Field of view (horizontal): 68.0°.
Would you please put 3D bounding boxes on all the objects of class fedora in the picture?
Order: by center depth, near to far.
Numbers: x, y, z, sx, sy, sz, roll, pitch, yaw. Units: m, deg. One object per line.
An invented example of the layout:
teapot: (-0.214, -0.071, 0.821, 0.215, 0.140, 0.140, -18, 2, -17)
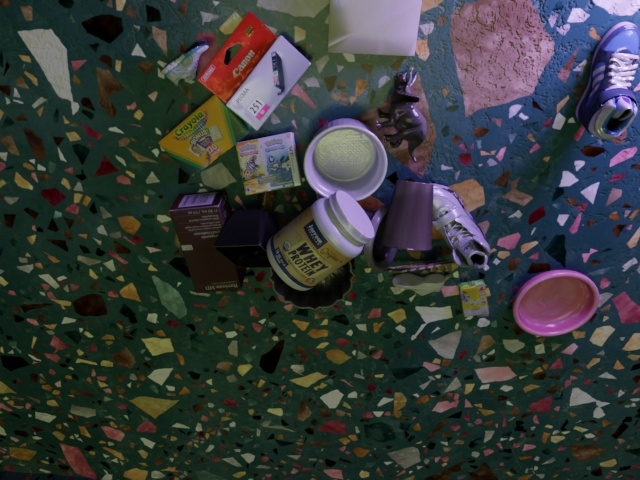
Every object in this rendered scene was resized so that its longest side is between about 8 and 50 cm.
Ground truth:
fedora: (0.192, -0.021, 1.753, 0.124, 0.275, 0.243, 18, 83, 29)

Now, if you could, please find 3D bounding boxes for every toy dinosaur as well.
toy dinosaur: (0.282, -0.381, 1.561, 0.161, 0.121, 0.313, -15, 117, 26)

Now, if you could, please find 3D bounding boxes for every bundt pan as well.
bundt pan: (-0.033, 0.111, 1.872, 0.331, 0.124, 0.330, 1, 121, 1)

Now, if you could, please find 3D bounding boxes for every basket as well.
basket: (0.311, -0.089, 1.640, 0.205, 0.154, 0.226, 3, 99, -33)

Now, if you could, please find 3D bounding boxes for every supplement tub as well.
supplement tub: (0.000, 0.000, 1.596, 0.316, 0.228, 0.228, -38, 113, 23)

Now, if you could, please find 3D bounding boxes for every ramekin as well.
ramekin: (0.083, -0.280, 1.620, 0.278, 0.135, 0.277, 1, 122, 1)

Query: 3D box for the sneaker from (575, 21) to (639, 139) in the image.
sneaker: (0.897, -0.463, 1.414, 0.130, 0.236, 0.322, 8, 122, -3)

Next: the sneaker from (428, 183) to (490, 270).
sneaker: (0.489, -0.043, 1.705, 0.137, 0.210, 0.366, -38, 113, 22)

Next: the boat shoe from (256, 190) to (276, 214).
boat shoe: (-0.195, -0.171, 1.749, 0.060, 0.064, 0.177, -8, 124, -32)

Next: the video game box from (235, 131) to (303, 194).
video game box: (-0.178, -0.266, 1.654, 0.205, 0.048, 0.186, -10, 95, 8)

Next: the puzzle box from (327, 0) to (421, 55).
puzzle box: (0.165, -0.755, 1.373, 0.272, 0.052, 0.408, 4, 122, 1)

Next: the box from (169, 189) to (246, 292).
box: (-0.422, 0.010, 1.819, 0.191, 0.143, 0.381, -6, 123, 6)

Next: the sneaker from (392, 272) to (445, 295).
sneaker: (0.397, 0.188, 1.936, 0.212, 0.080, 0.094, 1, 133, 0)

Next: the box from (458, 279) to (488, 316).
box: (0.633, 0.232, 1.969, 0.105, 0.043, 0.179, -12, 123, 10)

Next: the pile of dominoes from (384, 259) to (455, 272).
pile of dominoes: (0.372, 0.112, 1.795, 0.251, 0.196, 0.040, -9, 92, -8)

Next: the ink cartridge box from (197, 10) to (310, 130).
ink cartridge box: (-0.208, -0.526, 1.481, 0.239, 0.060, 0.275, 38, 98, -20)

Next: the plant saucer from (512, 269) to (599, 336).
plant saucer: (0.948, 0.246, 1.940, 0.333, 0.084, 0.332, 1, 122, 1)

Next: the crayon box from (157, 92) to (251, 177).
crayon box: (-0.391, -0.362, 1.619, 0.279, 0.081, 0.165, -33, 115, 20)

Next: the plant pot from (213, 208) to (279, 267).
plant pot: (-0.246, -0.013, 1.726, 0.188, 0.166, 0.187, -1, 154, 21)

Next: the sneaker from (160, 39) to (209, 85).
sneaker: (-0.415, -0.562, 1.513, 0.191, 0.071, 0.083, -25, 124, 26)
